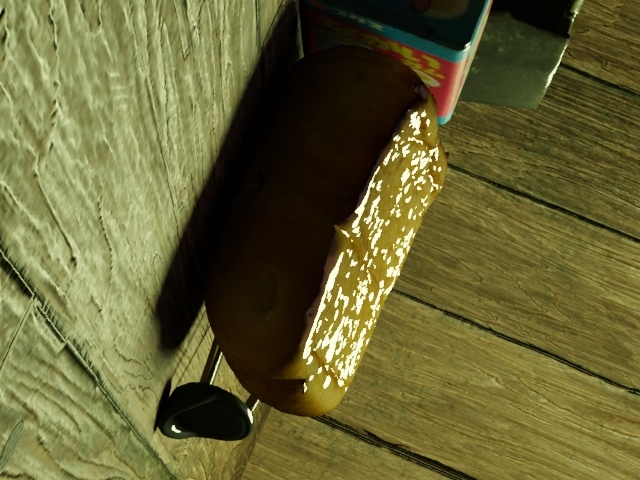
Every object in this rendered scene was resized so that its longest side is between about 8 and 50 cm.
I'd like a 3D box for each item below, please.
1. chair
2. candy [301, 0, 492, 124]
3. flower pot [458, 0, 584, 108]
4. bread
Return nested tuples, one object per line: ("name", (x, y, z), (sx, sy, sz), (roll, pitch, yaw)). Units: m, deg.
("chair", (-0.085, 0.124, 1.760), (0.221, 0.095, 0.104), (-63, 179, -38))
("candy", (0.073, -0.208, 1.589), (0.306, 0.157, 0.100), (78, 34, -82))
("flower pot", (0.199, -0.309, 2.109), (0.379, 0.251, 0.379), (21, 90, -87))
("bread", (-0.007, -0.003, 1.612), (0.328, 0.148, 0.337), (-65, 165, -8))
